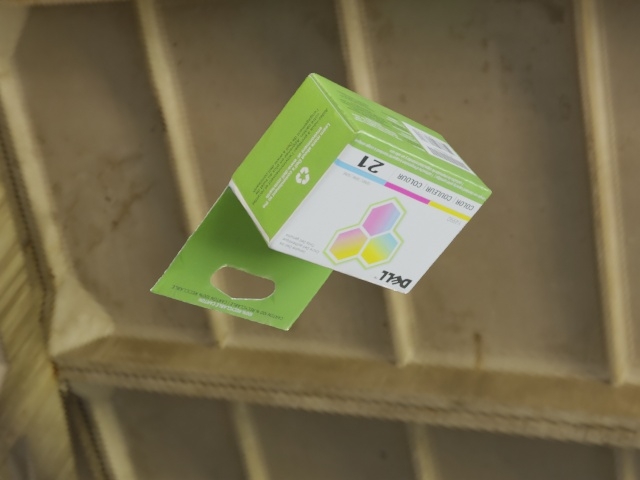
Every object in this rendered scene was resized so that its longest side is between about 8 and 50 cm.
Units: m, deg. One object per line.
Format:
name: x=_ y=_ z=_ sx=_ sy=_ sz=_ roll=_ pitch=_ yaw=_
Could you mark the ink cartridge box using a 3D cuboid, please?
ink cartridge box: x=0.000 y=0.000 z=1.136 sx=0.189 sy=0.097 sz=0.255 roll=19 pitch=-64 yaw=-44
